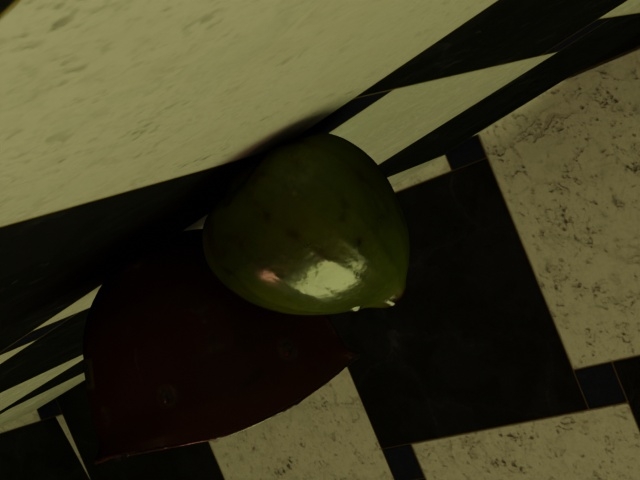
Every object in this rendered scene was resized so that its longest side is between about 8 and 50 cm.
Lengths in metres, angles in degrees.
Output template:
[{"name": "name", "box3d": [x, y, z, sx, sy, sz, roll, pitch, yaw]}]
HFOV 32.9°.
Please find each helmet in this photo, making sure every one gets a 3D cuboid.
[{"name": "helmet", "box3d": [-0.145, 0.102, 1.284, 0.337, 0.230, 0.385, -20, 178, -8]}]

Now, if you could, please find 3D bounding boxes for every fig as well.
[{"name": "fig", "box3d": [0.000, 0.000, 1.133, 0.203, 0.225, 0.203, -45, -167, 14]}]
